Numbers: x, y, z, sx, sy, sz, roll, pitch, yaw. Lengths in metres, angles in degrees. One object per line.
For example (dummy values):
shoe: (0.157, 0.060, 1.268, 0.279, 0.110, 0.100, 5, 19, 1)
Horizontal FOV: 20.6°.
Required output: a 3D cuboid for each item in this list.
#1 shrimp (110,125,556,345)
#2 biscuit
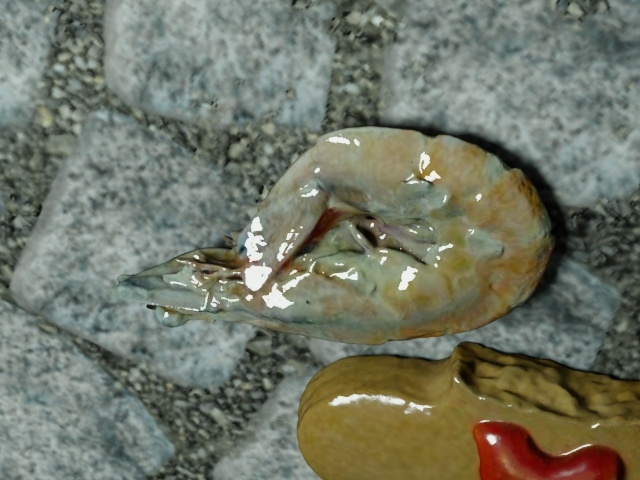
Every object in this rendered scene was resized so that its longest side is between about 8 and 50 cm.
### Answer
shrimp: (0.000, 0.000, 1.196, 0.317, 0.062, 0.164, -5, 116, 14)
biscuit: (0.141, 0.258, 1.314, 0.368, 0.076, 0.394, 15, 125, 5)
